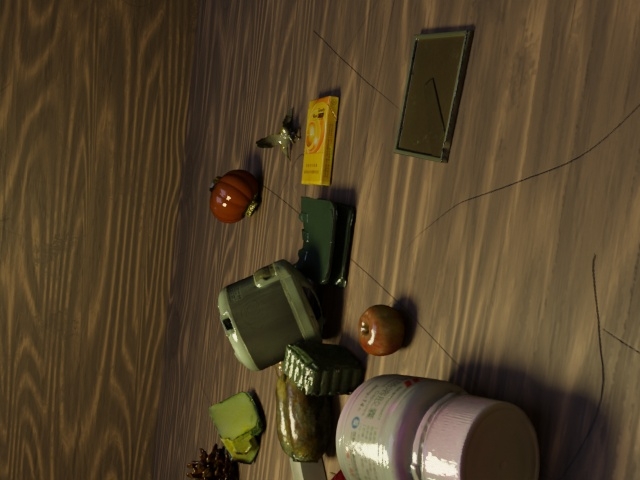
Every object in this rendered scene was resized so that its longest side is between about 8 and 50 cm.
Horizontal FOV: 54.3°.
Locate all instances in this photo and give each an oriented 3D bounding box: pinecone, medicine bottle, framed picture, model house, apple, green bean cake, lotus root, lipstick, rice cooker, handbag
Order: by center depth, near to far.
[{"bbox_3d":[0.211,0.388,1.167,0.325,0.256,0.255,-9,78,56],"label":"medicine bottle"},{"bbox_3d":[0.255,-0.335,1.450,0.211,0.020,0.289,29,112,62],"label":"framed picture"},{"bbox_3d":[0.148,0.217,1.494,0.126,0.102,0.125,-173,90,-69],"label":"apple"},{"bbox_3d":[0.004,0.341,1.687,0.181,0.173,0.094,31,112,62],"label":"green bean cake"},{"bbox_3d":[-0.010,0.783,1.757,0.076,0.080,0.371,-57,39,46],"label":"lipstick"},{"bbox_3d":[-0.042,0.496,1.783,0.152,0.160,0.274,-14,73,38],"label":"lotus root"},{"bbox_3d":[-0.138,0.215,1.833,0.288,0.277,0.288,156,90,-89],"label":"rice cooker"},{"bbox_3d":[0.002,0.000,1.851,0.260,0.079,0.247,18,102,64],"label":"handbag"},{"bbox_3d":[-0.288,0.712,2.315,0.194,0.170,0.211,43,153,50],"label":"model house"},{"bbox_3d":[-0.429,0.921,2.464,0.202,0.201,0.229,-50,5,13],"label":"pinecone"}]

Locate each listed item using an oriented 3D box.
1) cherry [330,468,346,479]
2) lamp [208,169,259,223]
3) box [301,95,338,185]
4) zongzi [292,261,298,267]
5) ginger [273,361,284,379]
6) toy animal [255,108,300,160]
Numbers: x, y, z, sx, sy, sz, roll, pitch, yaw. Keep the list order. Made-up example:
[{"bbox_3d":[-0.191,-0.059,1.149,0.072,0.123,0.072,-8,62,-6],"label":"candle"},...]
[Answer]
[{"bbox_3d":[0.106,0.635,1.414,0.300,0.203,0.230,51,131,36],"label":"cherry"},{"bbox_3d":[-0.336,-0.173,2.429,0.223,0.197,0.223,-58,-3,-4],"label":"lamp"},{"bbox_3d":[-0.004,-0.307,1.945,0.152,0.044,0.269,11,97,64],"label":"box"},{"bbox_3d":[-0.091,0.094,2.067,0.113,0.052,0.104,-67,23,7],"label":"zongzi"},{"bbox_3d":[-0.129,0.453,2.082,0.069,0.051,0.173,130,139,-55],"label":"ginger"},{"bbox_3d":[-0.119,-0.343,2.139,0.095,0.219,0.155,-7,118,47],"label":"toy animal"}]
